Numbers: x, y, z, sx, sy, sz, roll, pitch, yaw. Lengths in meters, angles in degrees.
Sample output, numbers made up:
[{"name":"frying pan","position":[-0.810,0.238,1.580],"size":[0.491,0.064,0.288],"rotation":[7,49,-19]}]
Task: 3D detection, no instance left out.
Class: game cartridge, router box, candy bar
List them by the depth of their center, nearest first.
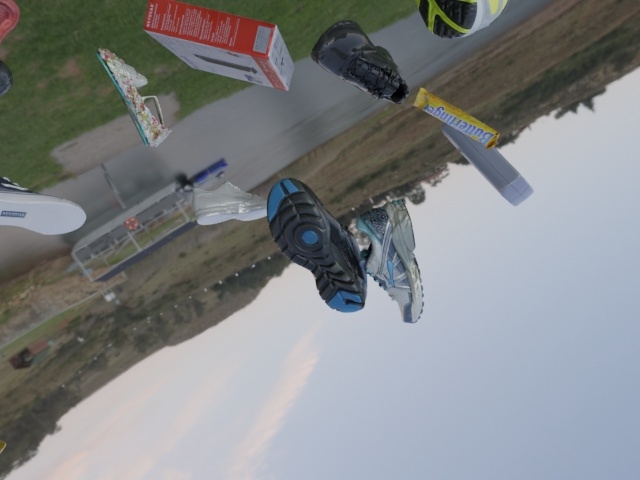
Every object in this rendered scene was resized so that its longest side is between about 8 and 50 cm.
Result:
[{"name":"candy bar","position":[0.231,-0.206,0.791],"size":[0.018,0.161,0.040],"rotation":[-45,163,-30]},{"name":"game cartridge","position":[0.355,-0.158,0.967],"size":[0.062,0.198,0.297],"rotation":[-39,166,22]},{"name":"router box","position":[-0.239,-0.497,1.209],"size":[0.301,0.082,0.335],"rotation":[14,-173,3]}]

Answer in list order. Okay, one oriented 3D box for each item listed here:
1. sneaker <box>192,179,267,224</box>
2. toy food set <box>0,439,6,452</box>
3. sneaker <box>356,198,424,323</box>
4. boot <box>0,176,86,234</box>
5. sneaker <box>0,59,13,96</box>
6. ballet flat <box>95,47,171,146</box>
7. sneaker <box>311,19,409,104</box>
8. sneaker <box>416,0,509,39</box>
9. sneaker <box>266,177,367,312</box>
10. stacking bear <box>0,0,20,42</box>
[{"name":"sneaker","position":[-0.194,-0.096,1.083],"size":[0.212,0.094,0.080],"rotation":[-7,163,-40]},{"name":"toy food set","position":[-0.598,0.296,0.694],"size":[0.071,0.218,0.128],"rotation":[-59,-164,0]},{"name":"sneaker","position":[0.146,0.053,0.998],"size":[0.122,0.283,0.110],"rotation":[-12,-160,8]},{"name":"boot","position":[-0.459,-0.065,0.707],"size":[0.069,0.086,0.190],"rotation":[-48,156,14]},{"name":"sneaker","position":[-0.537,-0.139,0.677],"size":[0.281,0.162,0.106],"rotation":[-27,-132,-2]},{"name":"ballet flat","position":[-0.425,-0.335,1.081],"size":[0.077,0.241,0.091],"rotation":[-30,-144,-15]},{"name":"sneaker","position":[0.099,-0.361,0.972],"size":[0.286,0.130,0.109],"rotation":[-4,143,-49]},{"name":"sneaker","position":[0.212,-0.545,0.799],"size":[0.147,0.384,0.145],"rotation":[-24,-167,-31]},{"name":"sneaker","position":[0.000,0.000,1.009],"size":[0.125,0.341,0.139],"rotation":[-15,-149,27]},{"name":"stacking bear","position":[-0.881,-0.555,1.041],"size":[0.175,0.289,0.164],"rotation":[-63,-168,-7]}]
